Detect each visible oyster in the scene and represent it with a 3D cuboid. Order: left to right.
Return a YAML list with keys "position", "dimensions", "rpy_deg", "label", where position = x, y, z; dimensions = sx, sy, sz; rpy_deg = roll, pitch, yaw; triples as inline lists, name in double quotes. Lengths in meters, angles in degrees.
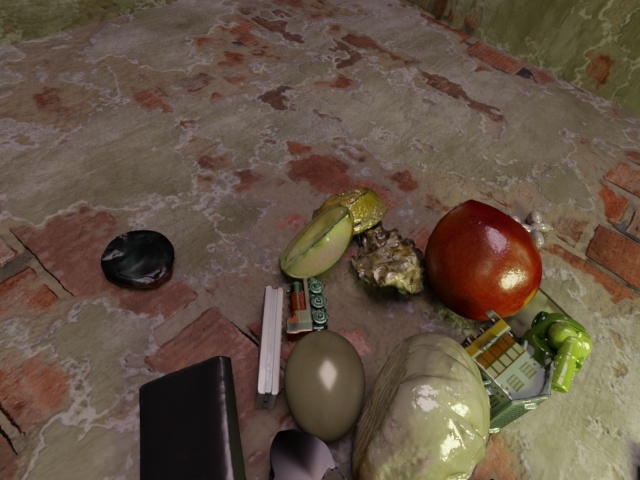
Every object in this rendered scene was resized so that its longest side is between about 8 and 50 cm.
- position: [0.211, 0.048, 1.254]
  dimensions: [0.237, 0.115, 0.351]
  rpy_deg: [16, 27, 5]
  label: "oyster"

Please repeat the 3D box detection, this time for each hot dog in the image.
- position: [-0.024, 0.554, 0.809]
  dimensions: [0.193, 0.107, 0.326]
  rpy_deg: [8, 49, 3]
  label: "hot dog"

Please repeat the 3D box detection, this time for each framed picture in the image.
- position: [0.629, 0.222, 1.270]
  dimensions: [0.231, 0.010, 0.173]
  rpy_deg: [-22, 58, -26]
  label: "framed picture"

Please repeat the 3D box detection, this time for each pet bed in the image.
- position: [-0.502, 0.050, 1.170]
  dimensions: [0.201, 0.054, 0.201]
  rpy_deg: [6, 51, -7]
  label: "pet bed"

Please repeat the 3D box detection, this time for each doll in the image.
- position: [0.731, -0.045, 1.478]
  dimensions: [0.160, 0.059, 0.160]
  rpy_deg: [23, 52, 9]
  label: "doll"

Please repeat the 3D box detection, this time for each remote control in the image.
- position: [-0.122, 0.257, 1.039]
  dimensions: [0.055, 0.103, 0.277]
  rpy_deg: [5, 50, -8]
  label: "remote control"

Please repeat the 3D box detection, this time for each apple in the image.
- position: [0.000, 0.000, 1.224]
  dimensions: [0.120, 0.265, 0.193]
  rpy_deg: [43, 13, -21]
  label: "apple"

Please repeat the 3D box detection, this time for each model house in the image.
- position: [0.400, 0.322, 1.007]
  dimensions: [0.198, 0.224, 0.215]
  rpy_deg: [-28, 60, -29]
  label: "model house"

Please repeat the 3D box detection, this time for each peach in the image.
- position: [0.441, 0.051, 1.181]
  dimensions: [0.307, 0.308, 0.333]
  rpy_deg: [-14, 87, -21]
  label: "peach"

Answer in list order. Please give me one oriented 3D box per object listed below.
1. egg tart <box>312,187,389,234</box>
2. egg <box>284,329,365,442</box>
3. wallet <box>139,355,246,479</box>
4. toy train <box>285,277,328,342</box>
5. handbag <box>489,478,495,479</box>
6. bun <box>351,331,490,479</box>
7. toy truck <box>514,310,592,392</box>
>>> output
- position: [0.087, -0.105, 1.342]
  dimensions: [0.252, 0.099, 0.232]
  rpy_deg: [-10, 32, 9]
  label: "egg tart"
- position: [0.010, 0.323, 0.955]
  dimensions: [0.185, 0.186, 0.242]
  rpy_deg: [3, 52, -8]
  label: "egg"
- position: [-0.255, 0.452, 0.838]
  dimensions: [0.228, 0.062, 0.406]
  rpy_deg: [-24, 53, 8]
  label: "wallet"
- position: [-0.041, 0.182, 1.139]
  dimensions: [0.118, 0.074, 0.176]
  rpy_deg: [-3, 54, -8]
  label: "toy train"
- position: [0.462, 0.671, 0.777]
  dimensions: [0.326, 0.163, 0.325]
  rpy_deg: [17, 48, 11]
  label: "handbag"
- position: [0.206, 0.365, 0.853]
  dimensions: [0.219, 0.365, 0.365]
  rpy_deg: [27, 51, 6]
  label: "bun"
- position: [0.603, 0.280, 1.074]
  dimensions: [0.148, 0.210, 0.187]
  rpy_deg: [32, 87, 11]
  label: "toy truck"
